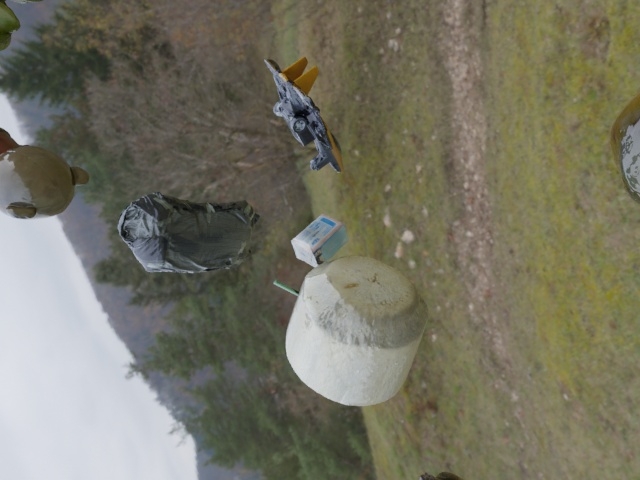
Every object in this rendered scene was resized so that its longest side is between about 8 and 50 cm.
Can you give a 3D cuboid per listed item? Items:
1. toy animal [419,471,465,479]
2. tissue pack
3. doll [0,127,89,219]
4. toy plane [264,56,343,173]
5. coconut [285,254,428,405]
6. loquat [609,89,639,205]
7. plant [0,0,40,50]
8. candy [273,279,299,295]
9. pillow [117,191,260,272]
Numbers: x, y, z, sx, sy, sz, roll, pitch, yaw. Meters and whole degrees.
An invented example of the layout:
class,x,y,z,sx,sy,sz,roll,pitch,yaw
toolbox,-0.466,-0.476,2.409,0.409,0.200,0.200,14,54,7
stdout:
class,x,y,z,sx,sy,sz,roll,pitch,yaw
toy animal,0.272,0.510,1.236,0.179,0.089,0.188,31,-166,-34
tissue pack,0.000,0.000,1.301,0.074,0.094,0.058,29,151,40
doll,-0.718,-0.168,1.527,0.330,0.235,0.174,28,131,13
toy plane,-0.022,-0.241,1.427,0.204,0.103,0.316,50,168,42
coconut,0.057,0.167,1.164,0.237,0.238,0.265,-124,35,-45
loquat,0.453,-0.123,0.815,0.227,0.179,0.179,-47,-56,-56
plant,-0.418,-0.281,0.566,0.297,0.261,0.305,1,-94,-71
candy,0.031,0.144,1.311,0.288,0.078,0.084,28,-172,-23
pillow,-0.260,-0.015,1.355,0.093,0.335,0.161,11,97,43
